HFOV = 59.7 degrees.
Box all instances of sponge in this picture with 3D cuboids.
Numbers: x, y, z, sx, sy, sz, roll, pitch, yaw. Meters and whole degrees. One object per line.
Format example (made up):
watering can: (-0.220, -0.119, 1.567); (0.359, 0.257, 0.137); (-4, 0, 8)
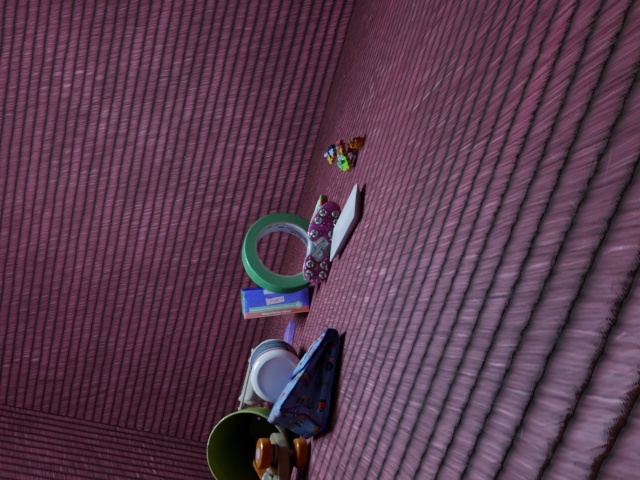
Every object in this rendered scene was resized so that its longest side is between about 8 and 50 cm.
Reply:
sponge: (-0.151, 0.480, 2.522); (0.117, 0.031, 0.210); (116, 167, -52)

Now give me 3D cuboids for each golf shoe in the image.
golf shoe: (0.000, 0.000, 2.060); (0.140, 0.115, 0.306); (-107, 33, -80)

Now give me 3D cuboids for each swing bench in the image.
swing bench: (-0.284, 0.660, 2.647); (0.255, 0.165, 0.253); (-169, 93, -82)

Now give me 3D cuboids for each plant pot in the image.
plant pot: (-0.217, 0.699, 1.953); (0.293, 0.275, 0.274); (20, -96, -82)

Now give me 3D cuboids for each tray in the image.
tray: (0.086, -0.054, 1.844); (0.270, 0.030, 0.145); (115, 167, -53)

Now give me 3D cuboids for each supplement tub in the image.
supplement tub: (-0.166, 0.475, 2.075); (0.272, 0.191, 0.191); (-166, 90, -81)

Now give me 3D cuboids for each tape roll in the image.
tape roll: (-0.144, 0.048, 2.189); (0.077, 0.321, 0.321); (121, 161, -61)

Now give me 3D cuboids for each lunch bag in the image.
lunch bag: (-0.021, 0.390, 1.591); (0.221, 0.138, 0.293); (117, 177, -61)

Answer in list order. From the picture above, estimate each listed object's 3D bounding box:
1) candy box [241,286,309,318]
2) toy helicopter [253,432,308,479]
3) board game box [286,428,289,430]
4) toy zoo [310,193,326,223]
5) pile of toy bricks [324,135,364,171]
candy box: (-0.201, 0.254, 2.380); (0.317, 0.268, 0.122); (153, 113, -79)
toy helicopter: (-0.133, 0.753, 1.640); (0.235, 0.140, 0.354); (131, 141, -61)
board game box: (-0.072, 0.559, 1.874); (0.133, 0.033, 0.168); (-109, 38, -84)
toy zoo: (-0.015, -0.069, 2.483); (0.293, 0.030, 0.192); (-93, 22, -66)
pile of toy bricks: (0.089, -0.301, 2.054); (0.212, 0.118, 0.105); (-25, 83, 68)
